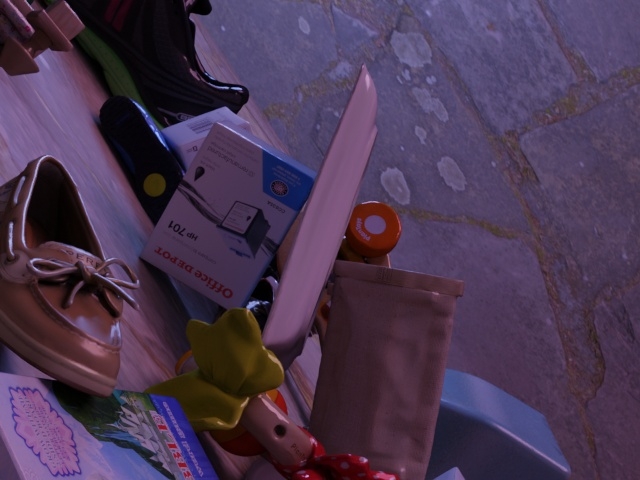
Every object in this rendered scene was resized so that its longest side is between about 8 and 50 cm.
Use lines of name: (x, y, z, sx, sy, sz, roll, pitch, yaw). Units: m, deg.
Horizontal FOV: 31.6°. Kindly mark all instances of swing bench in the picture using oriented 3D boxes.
swing bench: (0.068, 0.163, 1.377, 0.254, 0.165, 0.253, 53, 48, -84)

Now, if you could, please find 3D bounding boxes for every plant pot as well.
plant pot: (0.226, 0.358, 1.909, 0.252, 0.248, 0.247, 37, 11, -10)

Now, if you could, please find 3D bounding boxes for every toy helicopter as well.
toy helicopter: (0.007, 0.115, 1.652, 0.140, 0.235, 0.355, 110, -24, -63)

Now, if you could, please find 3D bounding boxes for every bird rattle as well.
bird rattle: (-0.051, 0.173, 1.094, 0.253, 0.143, 0.207, 38, -9, -19)

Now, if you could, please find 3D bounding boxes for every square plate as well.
square plate: (0.000, 0.000, 1.388, 0.049, 0.344, 0.347, 20, -14, 2)

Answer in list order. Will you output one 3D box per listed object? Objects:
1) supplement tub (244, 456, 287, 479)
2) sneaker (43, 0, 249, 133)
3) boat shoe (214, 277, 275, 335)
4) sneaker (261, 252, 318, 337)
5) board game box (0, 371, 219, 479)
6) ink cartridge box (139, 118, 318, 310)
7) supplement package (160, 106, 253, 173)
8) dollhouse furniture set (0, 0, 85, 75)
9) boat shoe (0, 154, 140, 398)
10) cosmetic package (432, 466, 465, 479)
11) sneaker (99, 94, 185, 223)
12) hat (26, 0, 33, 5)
supplement tub: (-0.037, 0.258, 1.222, 0.071, 0.071, 0.107, 58, 7, 8)
sneaker: (-0.279, -0.354, 1.699, 0.482, 0.202, 0.185, 55, 7, -14)
boat shoe: (-0.095, 0.102, 1.502, 0.073, 0.073, 0.207, 55, 9, -20)
sneaker: (-0.075, 0.030, 1.807, 0.279, 0.107, 0.118, 57, -14, 3)
board game box: (-0.114, 0.248, 0.780, 0.318, 0.066, 0.318, 59, 8, 17)
ink cartridge box: (-0.108, -0.030, 1.363, 0.140, 0.190, 0.082, 30, 8, 0)
supplement package: (-0.138, -0.078, 1.574, 0.105, 0.105, 0.179, 38, -33, 60)
dollhouse furniture set: (-0.412, -0.271, 1.094, 0.303, 0.174, 0.355, 54, -16, -26)
boat shoe: (-0.206, 0.016, 0.861, 0.105, 0.089, 0.285, 35, 7, -38)
cosmetic package: (0.190, 0.464, 1.567, 0.224, 0.138, 0.225, 58, 6, 4)
sneaker: (-0.225, -0.102, 1.531, 0.209, 0.069, 0.082, 59, 4, 14)
hat: (-0.346, -0.366, 1.392, 0.173, 0.184, 0.208, 58, 7, 2)
